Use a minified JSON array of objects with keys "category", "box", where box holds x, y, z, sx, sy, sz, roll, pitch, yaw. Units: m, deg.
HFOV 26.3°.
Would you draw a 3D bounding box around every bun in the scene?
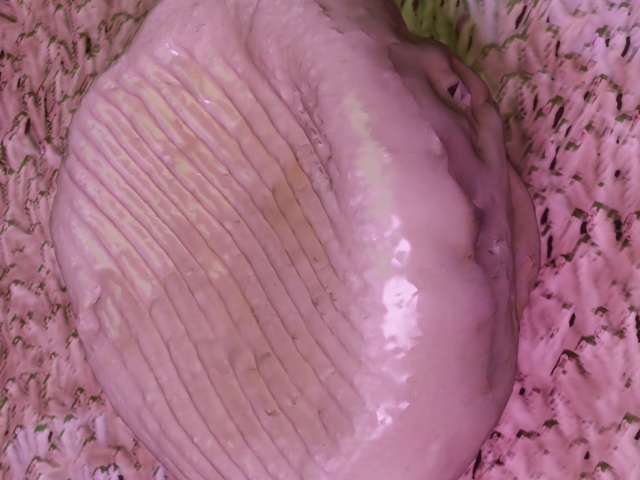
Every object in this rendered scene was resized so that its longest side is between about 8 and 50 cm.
[{"category":"bun","box":[0.000,0.000,0.540,0.231,0.133,0.231,7,100,46]}]
